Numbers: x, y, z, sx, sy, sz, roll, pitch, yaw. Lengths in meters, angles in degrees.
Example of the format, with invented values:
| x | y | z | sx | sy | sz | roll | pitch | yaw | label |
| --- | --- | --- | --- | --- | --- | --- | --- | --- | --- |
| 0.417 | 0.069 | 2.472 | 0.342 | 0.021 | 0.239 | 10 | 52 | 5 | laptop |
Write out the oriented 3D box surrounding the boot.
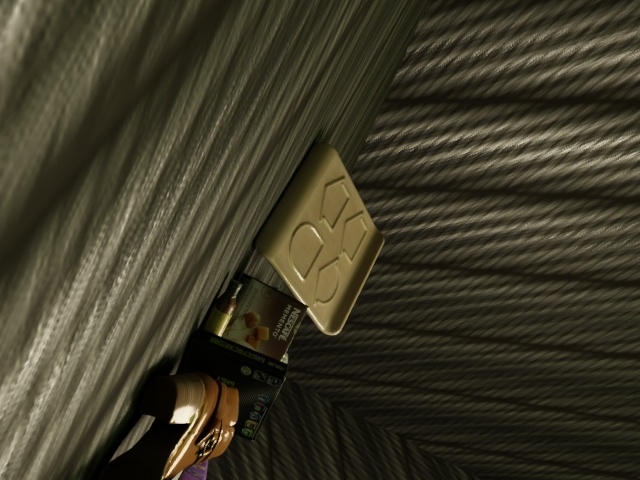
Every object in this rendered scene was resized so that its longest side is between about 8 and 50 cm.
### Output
| x | y | z | sx | sy | sz | roll | pitch | yaw | label |
| --- | --- | --- | --- | --- | --- | --- | --- | --- | --- |
| -0.242 | 0.355 | 0.997 | 0.220 | 0.109 | 0.283 | 38 | 66 | -64 | boot |

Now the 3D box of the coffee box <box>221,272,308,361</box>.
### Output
| x | y | z | sx | sy | sz | roll | pitch | yaw | label |
| --- | --- | --- | --- | --- | --- | --- | --- | --- | --- |
| -0.149 | 0.211 | 1.258 | 0.246 | 0.141 | 0.098 | -62 | -162 | -6 | coffee box |

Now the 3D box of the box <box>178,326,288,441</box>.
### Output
| x | y | z | sx | sy | sz | roll | pitch | yaw | label |
| --- | --- | --- | --- | --- | --- | --- | --- | --- | --- |
| -0.177 | 0.275 | 1.139 | 0.045 | 0.184 | 0.191 | -78 | -168 | -60 | box |

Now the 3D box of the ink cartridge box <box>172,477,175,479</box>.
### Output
| x | y | z | sx | sy | sz | roll | pitch | yaw | label |
| --- | --- | --- | --- | --- | --- | --- | --- | --- | --- |
| -0.326 | 0.461 | 1.180 | 0.139 | 0.082 | 0.191 | -65 | 178 | 29 | ink cartridge box |

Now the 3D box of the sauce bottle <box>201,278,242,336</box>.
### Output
| x | y | z | sx | sy | sz | roll | pitch | yaw | label |
| --- | --- | --- | --- | --- | --- | --- | --- | --- | --- |
| -0.186 | 0.135 | 1.143 | 0.128 | 0.042 | 0.042 | -63 | 177 | -2 | sauce bottle |

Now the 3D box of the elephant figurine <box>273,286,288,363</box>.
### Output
| x | y | z | sx | sy | sz | roll | pitch | yaw | label |
| --- | --- | --- | --- | --- | --- | --- | --- | --- | --- |
| -0.163 | 0.308 | 2.034 | 0.186 | 0.169 | 0.239 | -25 | -135 | 46 | elephant figurine |

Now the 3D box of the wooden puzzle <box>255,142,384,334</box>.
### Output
| x | y | z | sx | sy | sz | roll | pitch | yaw | label |
| --- | --- | --- | --- | --- | --- | --- | --- | --- | --- |
| 0.000 | 0.000 | 1.413 | 0.348 | 0.080 | 0.322 | 54 | 53 | -39 | wooden puzzle |

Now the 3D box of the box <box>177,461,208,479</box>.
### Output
| x | y | z | sx | sy | sz | roll | pitch | yaw | label |
| --- | --- | --- | --- | --- | --- | --- | --- | --- | --- |
| -0.344 | 0.592 | 1.461 | 0.201 | 0.057 | 0.293 | -59 | -172 | -1 | box |
